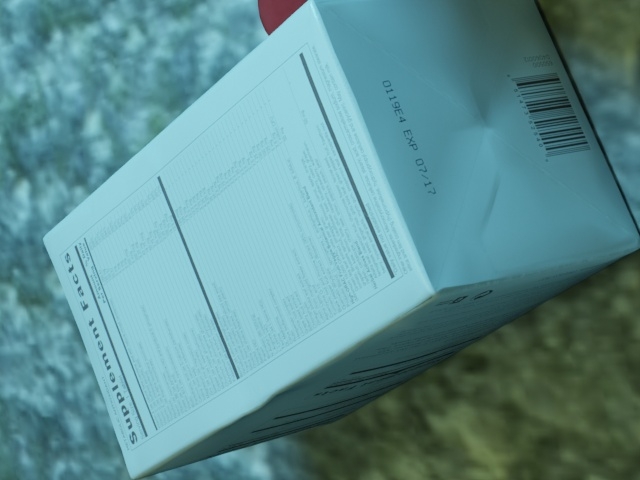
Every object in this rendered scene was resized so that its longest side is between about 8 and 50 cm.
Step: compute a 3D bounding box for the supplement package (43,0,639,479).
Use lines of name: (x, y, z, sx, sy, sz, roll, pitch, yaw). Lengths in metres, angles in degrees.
supplement package: (0.000, 0.000, 0.833, 0.244, 0.134, 0.139, -35, 72, 47)

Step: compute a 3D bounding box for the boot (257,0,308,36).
boot: (0.001, -0.152, 0.767, 0.244, 0.176, 0.088, -40, 70, 47)
